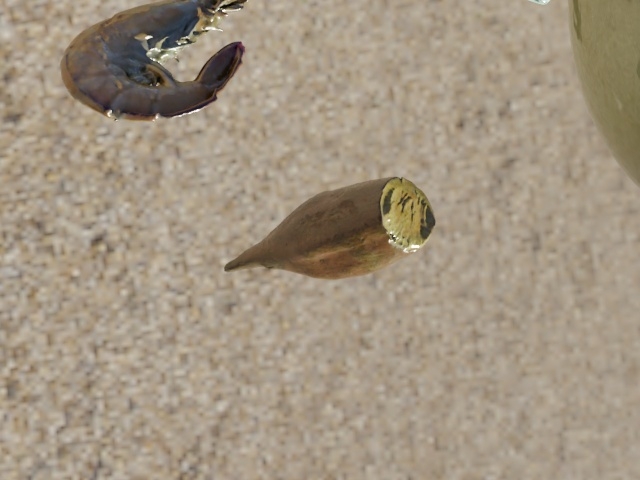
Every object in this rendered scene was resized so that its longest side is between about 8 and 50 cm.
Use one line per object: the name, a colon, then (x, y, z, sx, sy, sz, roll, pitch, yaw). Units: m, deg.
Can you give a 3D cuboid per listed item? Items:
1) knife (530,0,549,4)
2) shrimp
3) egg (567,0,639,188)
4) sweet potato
knife: (0.153, -0.223, 1.346, 0.027, 0.096, 0.010, 118, -14, -53)
shrimp: (-0.128, -0.174, 1.441, 0.236, 0.133, 0.053, -34, 145, -37)
egg: (0.232, -0.121, 0.884, 0.254, 0.188, 0.188, 63, 28, -17)
sweet potato: (0.000, 0.000, 0.827, 0.049, 0.117, 0.049, 44, 37, -47)
